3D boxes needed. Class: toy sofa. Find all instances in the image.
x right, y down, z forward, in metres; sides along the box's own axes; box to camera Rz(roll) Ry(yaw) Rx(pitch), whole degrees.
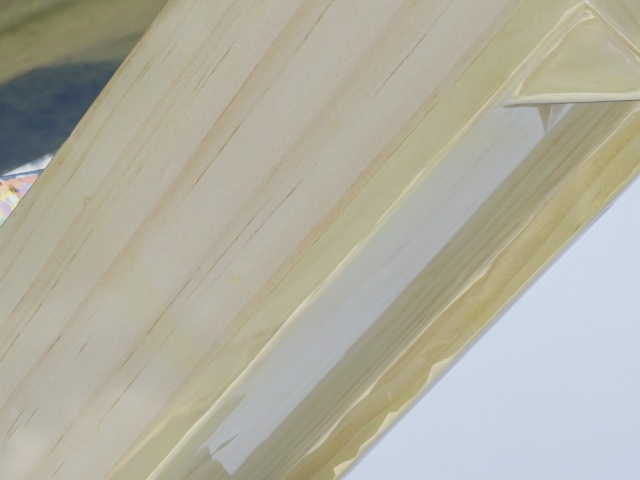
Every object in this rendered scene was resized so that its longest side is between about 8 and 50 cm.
[{"bbox_3d":[0.000,0.000,0.524,0.362,0.177,0.150,-49,158,26],"label":"toy sofa"}]

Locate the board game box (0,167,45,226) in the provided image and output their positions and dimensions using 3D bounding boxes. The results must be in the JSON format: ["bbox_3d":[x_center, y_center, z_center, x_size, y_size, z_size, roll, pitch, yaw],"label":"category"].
[{"bbox_3d":[-0.103,0.024,0.687,0.169,0.133,0.033,-7,-150,30],"label":"board game box"}]
